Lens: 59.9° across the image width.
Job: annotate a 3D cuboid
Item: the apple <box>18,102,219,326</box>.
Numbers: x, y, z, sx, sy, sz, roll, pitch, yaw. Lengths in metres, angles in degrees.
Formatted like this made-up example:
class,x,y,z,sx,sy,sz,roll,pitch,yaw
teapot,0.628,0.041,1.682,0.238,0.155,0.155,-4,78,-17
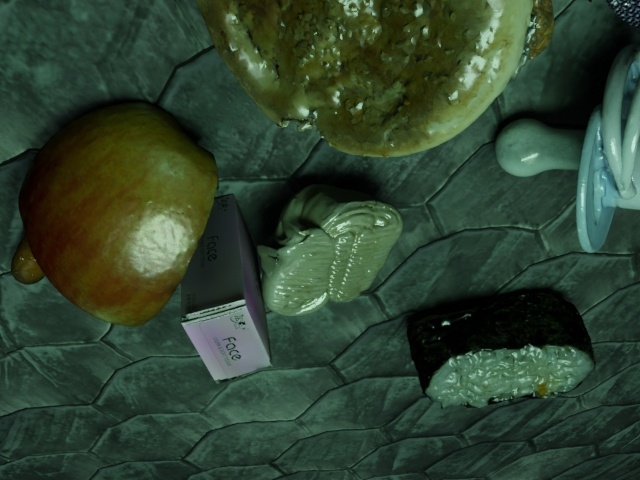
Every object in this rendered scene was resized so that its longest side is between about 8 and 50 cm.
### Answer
class,x,y,z,sx,sy,sz,roll,pitch,yaw
apple,-0.285,-0.015,0.785,0.254,0.179,0.346,39,114,11

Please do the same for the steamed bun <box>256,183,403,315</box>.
class,x,y,z,sx,sy,sz,roll,pitch,yaw
steamed bun,-0.002,0.000,0.864,0.211,0.144,0.218,-8,136,-23

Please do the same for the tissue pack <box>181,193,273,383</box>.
class,x,y,z,sx,sy,sz,roll,pitch,yaw
tissue pack,-0.143,0.063,0.829,0.092,0.246,0.148,-15,133,0

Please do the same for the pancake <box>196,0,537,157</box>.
class,x,y,z,sx,sy,sz,roll,pitch,yaw
pancake,0.015,-0.238,0.527,0.382,0.071,0.382,22,138,21

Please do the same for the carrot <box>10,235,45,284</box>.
class,x,y,z,sx,sy,sz,roll,pitch,yaw
carrot,-0.429,-0.001,0.864,0.060,0.060,0.186,27,120,-29

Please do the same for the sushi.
class,x,y,z,sx,sy,sz,roll,pitch,yaw
sushi,0.353,0.214,1.102,0.350,0.171,0.211,-9,132,0

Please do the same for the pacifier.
class,x,y,z,sx,sy,sz,roll,pitch,yaw
pacifier,0.353,-0.135,0.766,0.233,0.299,0.244,7,137,40

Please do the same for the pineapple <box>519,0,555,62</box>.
class,x,y,z,sx,sy,sz,roll,pitch,yaw
pineapple,0.127,-0.248,0.672,0.277,0.119,0.130,-15,104,2

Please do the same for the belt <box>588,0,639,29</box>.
class,x,y,z,sx,sy,sz,roll,pitch,yaw
belt,0.454,-0.326,0.581,0.324,0.122,0.260,13,158,-8
